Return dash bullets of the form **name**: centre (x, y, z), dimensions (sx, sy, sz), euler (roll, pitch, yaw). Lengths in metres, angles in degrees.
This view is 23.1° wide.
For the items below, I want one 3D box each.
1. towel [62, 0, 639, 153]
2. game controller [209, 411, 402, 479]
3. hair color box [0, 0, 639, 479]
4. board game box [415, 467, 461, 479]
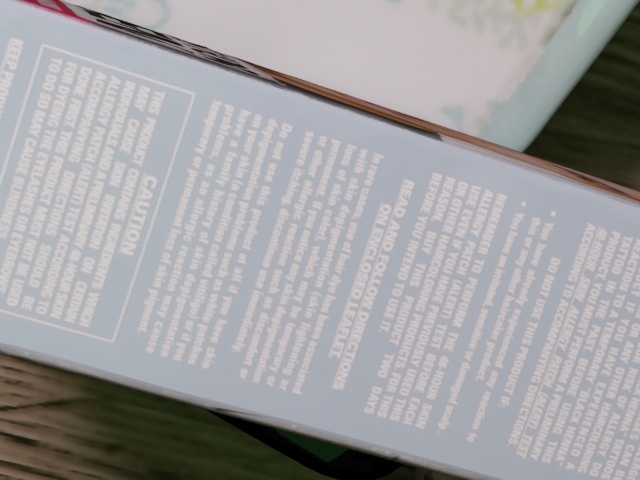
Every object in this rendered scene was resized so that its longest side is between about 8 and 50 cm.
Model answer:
- **towel**: centre (-0.005, -0.172, 0.675), dimensions (0.320, 0.090, 0.374), euler (31, 106, -19)
- **game controller**: centre (-0.058, -0.010, 0.805), dimensions (0.319, 0.067, 0.166), euler (31, 98, -12)
- **hair color box**: centre (0.000, 0.000, 0.594), dimensions (0.374, 0.185, 0.114), euler (18, 97, -15)
- **board game box**: centre (0.162, 0.171, 0.806), dimensions (0.224, 0.097, 0.303), euler (0, 92, -18)
